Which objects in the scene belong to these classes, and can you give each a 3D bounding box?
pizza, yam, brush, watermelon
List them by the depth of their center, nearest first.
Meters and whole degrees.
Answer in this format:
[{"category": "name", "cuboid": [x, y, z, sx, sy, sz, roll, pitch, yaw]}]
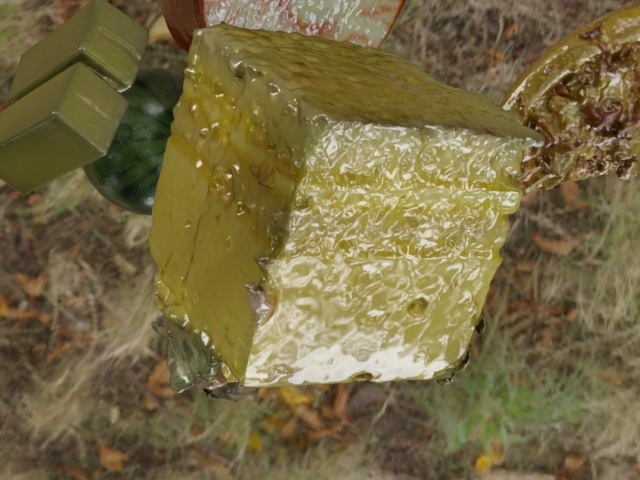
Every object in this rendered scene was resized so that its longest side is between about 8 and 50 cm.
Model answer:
[{"category": "brush", "cuboid": [-0.213, -0.076, 0.875, 0.047, 0.103, 0.233, 36, 143, -30]}, {"category": "yam", "cuboid": [-0.093, 0.138, 1.492, 0.079, 0.079, 0.141, 35, 153, -2]}, {"category": "watermelon", "cuboid": [-0.218, -0.124, 1.610, 0.214, 0.188, 0.188, -1, 123, 58]}, {"category": "pizza", "cuboid": [0.345, -0.154, 1.623, 0.226, 0.086, 0.335, 38, 104, -26]}]

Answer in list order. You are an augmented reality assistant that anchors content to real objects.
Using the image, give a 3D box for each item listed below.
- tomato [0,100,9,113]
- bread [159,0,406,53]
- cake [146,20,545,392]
[{"category": "tomato", "cuboid": [-0.429, -0.177, 1.875, 0.155, 0.156, 0.069, -6, 123, 19]}, {"category": "bread", "cuboid": [-0.028, -0.306, 1.304, 0.114, 0.295, 0.328, 39, 121, 38]}, {"category": "cake", "cuboid": [0.000, 0.000, 1.009, 0.227, 0.222, 0.286, 4, 114, -31]}]
